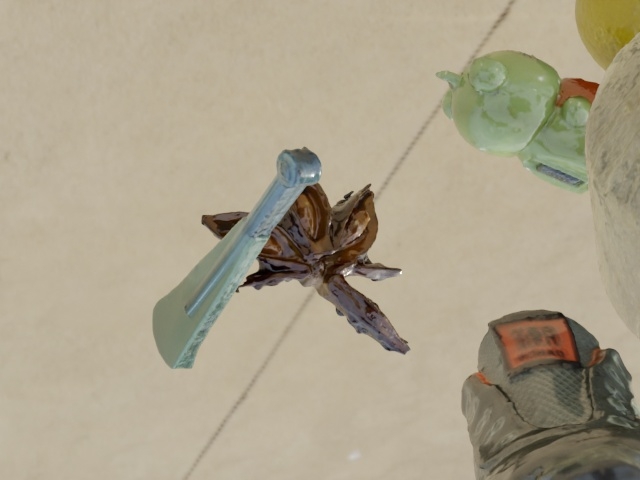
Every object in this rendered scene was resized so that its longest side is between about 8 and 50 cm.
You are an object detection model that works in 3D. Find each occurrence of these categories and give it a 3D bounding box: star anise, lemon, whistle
[{"bbox_3d":[0.001,-0.002,1.056,0.212,0.157,0.053,21,155,-7],"label":"star anise"},{"bbox_3d":[0.368,-0.235,1.228,0.187,0.244,0.186,-32,136,-36],"label":"lemon"},{"bbox_3d":[0.247,-0.112,1.185,0.288,0.106,0.131,21,165,-5],"label":"whistle"}]

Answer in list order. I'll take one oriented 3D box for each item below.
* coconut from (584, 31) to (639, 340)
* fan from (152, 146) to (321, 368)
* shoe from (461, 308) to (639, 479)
[{"bbox_3d":[0.286,-0.025,0.727,0.237,0.237,0.266,-19,135,6],"label":"coconut"},{"bbox_3d":[-0.045,0.010,0.549,0.016,0.038,0.193,-15,160,-32],"label":"fan"},{"bbox_3d":[0.134,0.108,0.633,0.132,0.171,0.336,-17,158,5],"label":"shoe"}]
